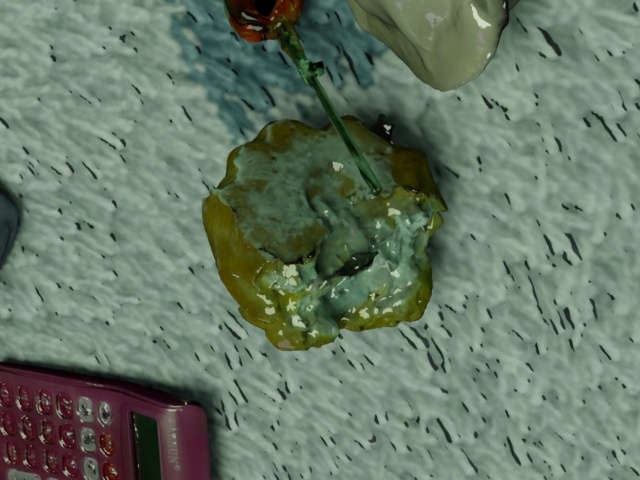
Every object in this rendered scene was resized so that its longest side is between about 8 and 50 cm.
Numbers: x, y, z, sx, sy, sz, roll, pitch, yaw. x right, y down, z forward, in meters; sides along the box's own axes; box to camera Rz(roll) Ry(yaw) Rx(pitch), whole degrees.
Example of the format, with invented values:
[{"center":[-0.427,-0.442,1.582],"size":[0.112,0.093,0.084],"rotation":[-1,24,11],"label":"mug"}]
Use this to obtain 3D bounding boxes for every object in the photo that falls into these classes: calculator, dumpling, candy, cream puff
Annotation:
[{"center":[-0.166,0.157,1.160],"size":[0.191,0.034,0.126],"rotation":[9,116,24],"label":"calculator"},{"center":[0.056,-0.179,0.896],"size":[0.150,0.092,0.176],"rotation":[-13,112,42],"label":"dumpling"},{"center":[-0.006,-0.101,0.937],"size":[0.055,0.049,0.184],"rotation":[-46,61,32],"label":"candy"},{"center":[0.000,0.001,0.971],"size":[0.121,0.156,0.156],"rotation":[36,126,40],"label":"cream puff"}]

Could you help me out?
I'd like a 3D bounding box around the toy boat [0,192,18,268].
[{"center":[-0.335,0.051,1.151],"size":[0.127,0.078,0.283],"rotation":[37,120,-8],"label":"toy boat"}]
